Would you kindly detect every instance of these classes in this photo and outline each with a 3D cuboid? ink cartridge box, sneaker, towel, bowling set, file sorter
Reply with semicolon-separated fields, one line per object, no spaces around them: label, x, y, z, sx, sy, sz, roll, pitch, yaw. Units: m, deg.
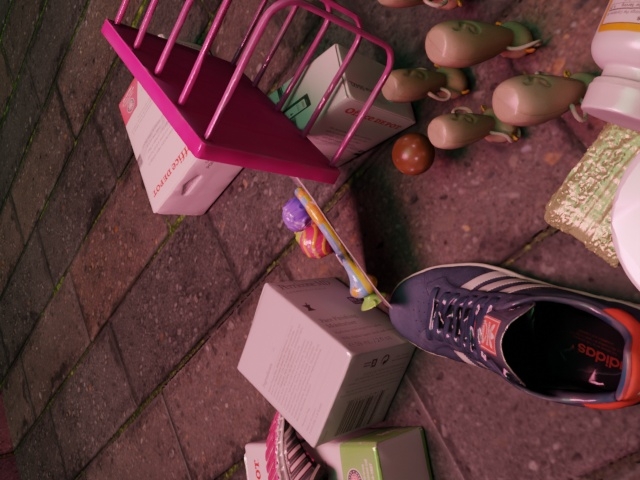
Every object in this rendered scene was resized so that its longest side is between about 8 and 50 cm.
ink cartridge box;0.010;-0.175;0.814;0.203;0.148;0.086;-25;69;40
sneaker;-0.029;0.305;0.759;0.170;0.075;0.063;-102;26;-46
ink cartridge box;-0.270;-0.217;1.105;0.207;0.117;0.283;-42;62;35
ink cartridge box;0.026;0.382;0.821;0.273;0.115;0.198;-19;76;42
towel;0.318;-0.056;0.600;0.110;0.027;0.148;44;118;34
bowling set;0.167;-0.182;0.692;0.287;0.154;0.200;57;144;26
sneaker;0.197;0.096;0.633;0.350;0.148;0.131;4;93;44
file sorter;-0.085;-0.233;0.666;0.291;0.202;0.182;50;119;34

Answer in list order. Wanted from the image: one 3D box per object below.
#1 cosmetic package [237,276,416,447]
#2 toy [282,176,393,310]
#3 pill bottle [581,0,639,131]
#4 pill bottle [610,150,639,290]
cosmetic package;0.006;0.163;0.815;0.183;0.151;0.151;34;113;37
toy;0.000;0.000;0.770;0.056;0.137;0.237;-39;98;-2
pill bottle;0.326;-0.209;0.521;0.117;0.117;0.208;30;106;40
pill bottle;0.322;-0.012;0.405;0.169;0.301;0.169;0;90;44
